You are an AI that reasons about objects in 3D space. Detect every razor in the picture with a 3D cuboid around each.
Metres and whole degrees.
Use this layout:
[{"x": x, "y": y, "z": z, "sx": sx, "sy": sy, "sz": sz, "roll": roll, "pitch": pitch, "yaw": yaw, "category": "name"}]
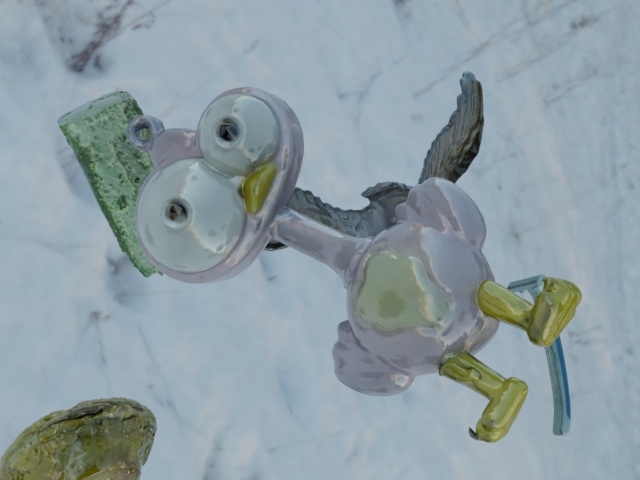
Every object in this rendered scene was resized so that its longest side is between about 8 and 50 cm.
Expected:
[{"x": 0.272, "y": 0.136, "z": 1.288, "sx": 0.037, "sy": 0.068, "sz": 0.191, "roll": -11, "pitch": 84, "yaw": -25, "category": "razor"}]

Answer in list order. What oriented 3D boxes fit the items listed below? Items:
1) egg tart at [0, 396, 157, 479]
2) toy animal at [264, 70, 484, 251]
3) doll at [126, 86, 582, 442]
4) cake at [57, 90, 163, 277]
[{"x": -0.387, "y": 0.376, "z": 1.771, "sx": 0.295, "sy": 0.295, "sz": 0.116, "roll": 29, "pitch": 24, "yaw": -52, "category": "egg tart"}, {"x": 0.044, "y": 0.004, "z": 0.882, "sx": 0.160, "sy": 0.272, "sz": 0.197, "roll": -122, "pitch": -163, "yaw": -65, "category": "toy animal"}, {"x": 0.000, "y": 0.000, "z": 0.773, "sx": 0.365, "sy": 0.160, "sz": 0.094, "roll": 30, "pitch": 11, "yaw": 21, "category": "doll"}, {"x": -0.227, "y": -0.066, "z": 1.323, "sx": 0.235, "sy": 0.100, "sz": 0.099, "roll": 65, "pitch": -7, "yaw": -8, "category": "cake"}]
